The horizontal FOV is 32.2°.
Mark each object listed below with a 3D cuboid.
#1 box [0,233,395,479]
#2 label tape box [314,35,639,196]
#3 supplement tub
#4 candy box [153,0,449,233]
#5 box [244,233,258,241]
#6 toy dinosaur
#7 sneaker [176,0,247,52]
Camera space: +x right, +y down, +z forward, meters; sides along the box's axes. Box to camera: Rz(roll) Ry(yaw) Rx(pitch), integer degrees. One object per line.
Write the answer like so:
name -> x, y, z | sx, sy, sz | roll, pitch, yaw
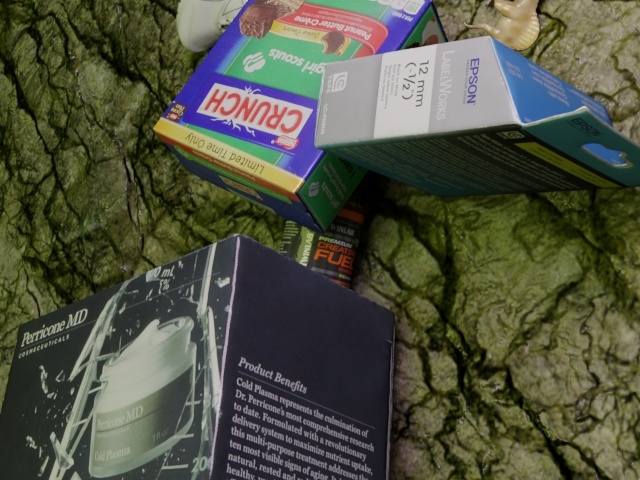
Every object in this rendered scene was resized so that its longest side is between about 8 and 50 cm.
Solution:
box -> -0.178, 0.310, 1.375 | 0.480, 0.297, 0.472 | -22, 51, 40
label tape box -> 0.204, -0.134, 1.247 | 0.347, 0.249, 0.115 | -4, 76, 42
supplement tub -> 0.000, 0.000, 1.495 | 0.106, 0.106, 0.198 | 7, 83, 43
candy box -> -0.025, -0.201, 1.473 | 0.268, 0.122, 0.317 | 25, 75, 34
box -> -0.142, 0.057, 1.663 | 0.136, 0.028, 0.081 | -31, 59, 30
toy dinosaur -> 0.244, -0.288, 1.406 | 0.092, 0.053, 0.183 | 41, 114, 25
sneaker -> -0.112, -0.373, 1.710 | 0.297, 0.111, 0.129 | -33, 63, 33
